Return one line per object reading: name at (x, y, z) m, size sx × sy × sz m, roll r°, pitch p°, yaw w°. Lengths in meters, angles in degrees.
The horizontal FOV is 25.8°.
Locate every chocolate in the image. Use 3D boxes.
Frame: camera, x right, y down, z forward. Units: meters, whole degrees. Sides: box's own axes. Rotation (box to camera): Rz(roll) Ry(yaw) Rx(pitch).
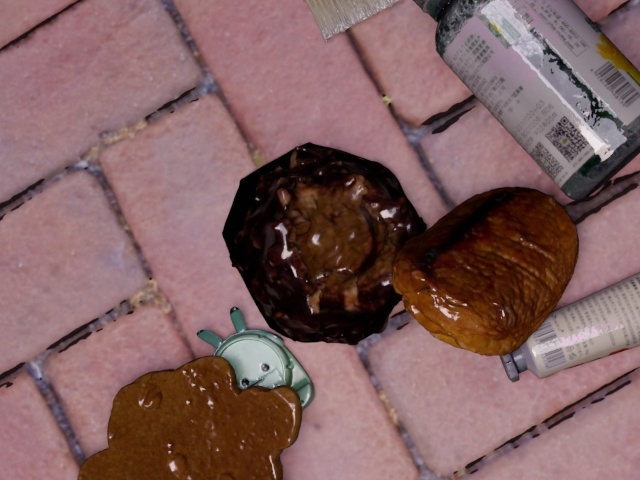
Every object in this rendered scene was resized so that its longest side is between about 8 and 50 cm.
chocolate at (0.000, 0.000, 1.453) m, size 0.206 × 0.177 × 0.224 m, roll -28°, pitch 84°, yaw 6°

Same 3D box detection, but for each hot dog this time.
hot dog at (0.169, 0.028, 1.432) m, size 0.227 × 0.099 × 0.160 m, roll -33°, pitch 66°, yaw -33°

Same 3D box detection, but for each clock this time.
clock at (-0.077, 0.143, 1.521) m, size 0.101 × 0.041 × 0.135 m, roll -34°, pitch 82°, yaw 5°

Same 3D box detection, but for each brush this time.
brush at (-0.009, -0.363, 1.562) m, size 0.103 × 0.013 × 0.272 m, roll -27°, pitch 82°, yaw 5°

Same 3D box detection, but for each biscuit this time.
biscuit at (-0.136, 0.233, 1.499) m, size 0.290 × 0.041 × 0.208 m, roll -29°, pitch 83°, yaw 20°

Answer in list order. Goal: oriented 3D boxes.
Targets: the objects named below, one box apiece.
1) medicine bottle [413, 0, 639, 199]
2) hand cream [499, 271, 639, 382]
medicine bottle at (0.219, -0.190, 1.450) m, size 0.141 × 0.141 × 0.293 m, roll -42°, pitch 81°, yaw 4°
hand cream at (0.319, 0.079, 1.463) m, size 0.276 × 0.059 × 0.095 m, roll -21°, pitch 77°, yaw 3°
